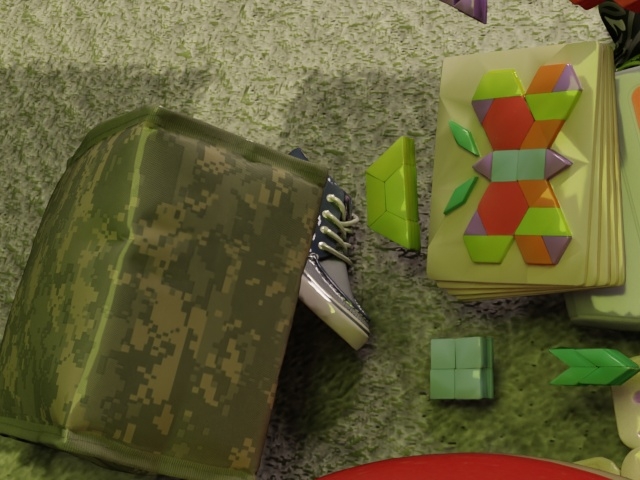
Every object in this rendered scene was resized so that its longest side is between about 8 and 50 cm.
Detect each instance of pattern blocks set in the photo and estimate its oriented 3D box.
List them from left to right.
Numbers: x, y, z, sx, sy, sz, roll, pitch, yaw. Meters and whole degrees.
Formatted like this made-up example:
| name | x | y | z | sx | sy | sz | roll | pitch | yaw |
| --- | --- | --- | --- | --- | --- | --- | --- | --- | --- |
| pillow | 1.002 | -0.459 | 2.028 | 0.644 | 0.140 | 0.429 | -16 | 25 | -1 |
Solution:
| name | x | y | z | sx | sy | sz | roll | pitch | yaw |
| --- | --- | --- | --- | --- | --- | --- | --- | --- | --- |
| pattern blocks set | 0.143 | -0.052 | 0.886 | 0.285 | 0.026 | 0.325 | -19 | 72 | 39 |

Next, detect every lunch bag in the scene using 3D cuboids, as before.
| name | x | y | z | sx | sy | sz | roll | pitch | yaw |
| --- | --- | --- | --- | --- | --- | --- | --- | --- | --- |
| lunch bag | -0.141 | 0.049 | 0.931 | 0.287 | 0.168 | 0.235 | -6 | 68 | 60 |

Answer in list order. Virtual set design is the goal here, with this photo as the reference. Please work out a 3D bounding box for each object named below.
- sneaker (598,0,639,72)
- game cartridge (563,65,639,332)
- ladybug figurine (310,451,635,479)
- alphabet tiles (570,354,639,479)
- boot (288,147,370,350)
| name | x | y | z | sx | sy | sz | roll | pitch | yaw |
| --- | --- | --- | --- | --- | --- | --- | --- | --- | --- |
| sneaker | 0.239 | -0.124 | 0.975 | 0.078 | 0.067 | 0.188 | -9 | 59 | 10 |
| game cartridge | 0.302 | -0.042 | 0.868 | 0.294 | 0.060 | 0.196 | -15 | 78 | 13 |
| ladybug figurine | 0.069 | 0.257 | 0.713 | 0.449 | 0.162 | 0.305 | -8 | 60 | 28 |
| alphabet tiles | 0.271 | 0.172 | 0.758 | 0.284 | 0.021 | 0.278 | -20 | 51 | 26 |
| boot | 0.000 | 0.000 | 0.995 | 0.086 | 0.069 | 0.190 | -43 | 52 | 0 |
